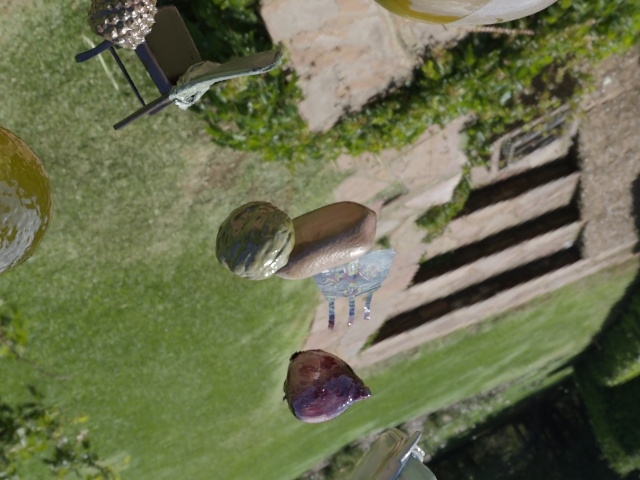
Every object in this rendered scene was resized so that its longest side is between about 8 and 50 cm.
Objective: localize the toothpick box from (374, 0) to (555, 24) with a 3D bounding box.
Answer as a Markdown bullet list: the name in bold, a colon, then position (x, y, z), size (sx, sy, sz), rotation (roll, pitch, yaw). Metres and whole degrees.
- **toothpick box**: position (0.243, -0.592, 1.359), size (0.426, 0.408, 0.409), rotation (-6, 156, -8)

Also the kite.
- **kite**: position (0.052, 0.088, 1.292), size (0.141, 0.015, 0.245), rotation (-10, 148, -7)

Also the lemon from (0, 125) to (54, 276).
- **lemon**: position (-0.477, -0.051, 0.996), size (0.228, 0.228, 0.253), rotation (-32, 168, 9)

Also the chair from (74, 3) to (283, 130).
- **chair**: position (-0.252, -0.332, 1.373), size (0.319, 0.186, 0.160), rotation (-19, -164, 28)

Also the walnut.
- **walnut**: position (-0.070, 0.000, 0.824), size (0.092, 0.092, 0.092), rotation (-25, 160, -10)

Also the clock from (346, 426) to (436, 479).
- **clock**: position (0.056, 0.395, 1.064), size (0.265, 0.109, 0.324), rotation (-40, 162, -43)

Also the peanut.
- **peanut**: position (0.000, 0.000, 0.937), size (0.152, 0.076, 0.076), rotation (-22, 160, -9)

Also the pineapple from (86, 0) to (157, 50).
- **pineapple**: position (-0.193, -0.289, 0.833), size (0.159, 0.074, 0.074), rotation (-54, 153, 16)

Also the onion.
- **onion**: position (0.017, 0.316, 1.646), size (0.195, 0.159, 0.159), rotation (3, 165, 13)
